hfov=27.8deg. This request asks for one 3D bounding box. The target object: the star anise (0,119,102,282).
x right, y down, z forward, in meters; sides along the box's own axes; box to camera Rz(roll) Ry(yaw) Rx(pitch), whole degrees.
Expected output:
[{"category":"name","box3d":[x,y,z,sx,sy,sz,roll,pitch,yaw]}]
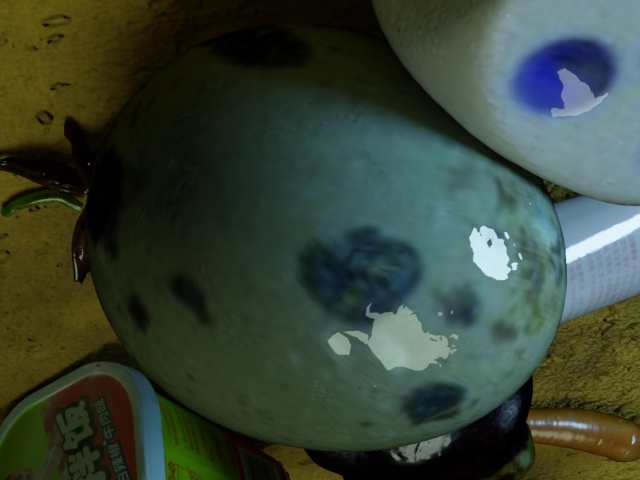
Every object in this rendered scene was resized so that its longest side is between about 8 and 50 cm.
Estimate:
[{"category":"star anise","box3d":[-0.200,-0.052,1.244,0.158,0.144,0.141,-28,91,13]}]

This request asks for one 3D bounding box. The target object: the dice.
[{"category":"dice","box3d":[0.234,-0.223,0.938,0.304,0.277,0.304,19,132,-30]}]

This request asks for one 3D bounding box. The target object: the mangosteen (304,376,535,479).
[{"category":"mangosteen","box3d":[0.104,0.184,1.425,0.287,0.233,0.288,-9,136,-8]}]

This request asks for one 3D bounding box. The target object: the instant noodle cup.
[{"category":"instant noodle cup","box3d":[-0.196,0.323,1.526,0.294,0.294,0.308,-31,140,25]}]

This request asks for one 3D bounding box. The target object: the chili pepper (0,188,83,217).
[{"category":"chili pepper","box3d":[-0.276,-0.037,1.270,0.083,0.017,0.030,-9,140,7]}]

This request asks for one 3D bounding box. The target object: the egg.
[{"category":"egg","box3d":[0.000,0.000,1.060,0.345,0.428,0.345,-19,119,-37]}]

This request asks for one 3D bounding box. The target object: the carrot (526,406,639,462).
[{"category":"carrot","box3d":[0.303,0.239,1.645,0.271,0.066,0.062,11,92,-16]}]

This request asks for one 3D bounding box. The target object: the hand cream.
[{"category":"hand cream","box3d":[0.319,-0.004,1.320,0.358,0.118,0.186,-17,139,-16]}]
